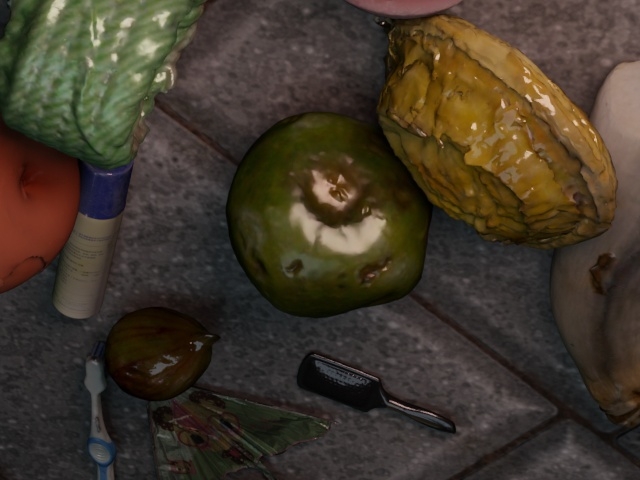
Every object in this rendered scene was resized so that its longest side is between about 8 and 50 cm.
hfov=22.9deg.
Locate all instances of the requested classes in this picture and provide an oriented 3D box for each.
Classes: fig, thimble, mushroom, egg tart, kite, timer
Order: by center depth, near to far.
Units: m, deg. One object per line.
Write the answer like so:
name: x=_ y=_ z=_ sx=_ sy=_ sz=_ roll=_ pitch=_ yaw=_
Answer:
egg tart: x=0.130 y=-0.086 z=1.385 sx=0.291 sy=0.107 sz=0.291 roll=43 pitch=164 yaw=15
thimble: x=-0.202 y=-0.178 z=1.427 sx=0.150 sy=0.219 sz=0.219 roll=24 pitch=134 yaw=-2
mushroom: x=0.305 y=0.021 z=1.505 sx=0.177 sy=0.126 sz=0.397 roll=10 pitch=131 yaw=-3
fig: x=0.000 y=0.000 z=1.565 sx=0.206 sy=0.206 sz=0.275 roll=21 pitch=159 yaw=-2
timer: x=-0.361 y=-0.055 z=1.573 sx=0.215 sy=0.230 sz=0.230 roll=0 pitch=132 yaw=22
fig: x=-0.170 y=0.121 z=1.763 sx=0.109 sy=0.103 sz=0.154 roll=21 pitch=148 yaw=-34
kite: x=-0.118 y=0.246 z=1.925 sx=0.268 sy=0.013 sz=0.323 roll=43 pitch=131 yaw=-20

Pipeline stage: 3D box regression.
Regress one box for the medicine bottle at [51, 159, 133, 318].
medicine bottle: x=-0.245 y=-0.010 z=1.695 sx=0.059 sy=0.059 sz=0.231 roll=20 pitch=134 yaw=-1

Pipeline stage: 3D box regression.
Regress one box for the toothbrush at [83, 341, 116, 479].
toothbrush: x=-0.274 y=0.267 z=1.977 sx=0.040 sy=0.040 sz=0.386 roll=12 pitch=134 yaw=7

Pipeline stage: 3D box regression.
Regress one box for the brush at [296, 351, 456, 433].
brush: x=0.066 y=0.180 z=1.800 sx=0.193 sy=0.016 sz=0.063 roll=20 pitch=135 yaw=0

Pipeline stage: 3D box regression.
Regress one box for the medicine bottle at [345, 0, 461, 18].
medicine bottle: x=0.070 y=-0.308 z=1.259 sx=0.147 sy=0.147 sz=0.247 roll=11 pitch=135 yaw=8
